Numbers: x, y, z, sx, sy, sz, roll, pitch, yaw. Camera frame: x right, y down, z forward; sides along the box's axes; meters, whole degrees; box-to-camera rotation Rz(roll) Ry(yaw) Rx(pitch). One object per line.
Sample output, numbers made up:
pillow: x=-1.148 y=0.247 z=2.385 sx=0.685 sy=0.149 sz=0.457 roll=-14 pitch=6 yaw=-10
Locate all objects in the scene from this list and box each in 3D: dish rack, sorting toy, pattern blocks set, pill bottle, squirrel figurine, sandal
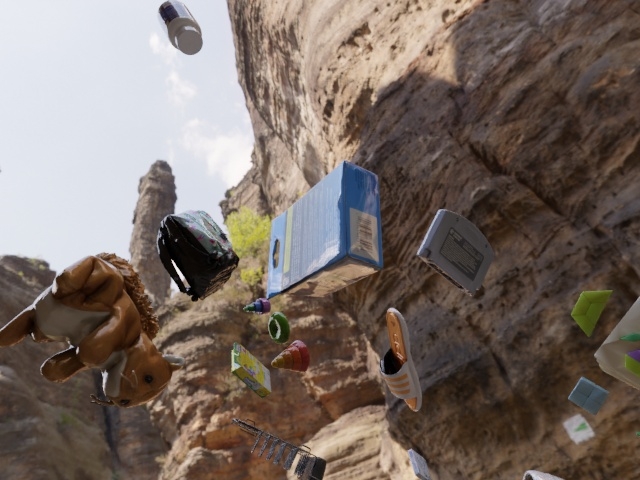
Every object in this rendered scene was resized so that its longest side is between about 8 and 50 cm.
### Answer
dish rack: x=-0.118 y=0.547 z=1.115 sx=0.272 sy=0.074 sz=0.208 roll=25 pitch=-29 yaw=3
sorting toy: x=-0.187 y=0.357 z=1.612 sx=0.126 sy=0.365 sz=0.127 roll=-4 pitch=-51 yaw=-39
pattern blocks set: x=0.551 y=0.163 z=0.668 sx=0.026 sy=0.286 sz=0.324 roll=10 pitch=-83 yaw=-52
pill bottle: x=-0.273 y=-0.416 z=0.841 sx=0.067 sy=0.120 sz=0.067 roll=-22 pitch=-34 yaw=-16
squirrel figurine: x=-0.523 y=0.230 z=1.116 sx=0.281 sy=0.397 sz=0.370 roll=-40 pitch=-77 yaw=9
sandal: x=0.179 y=0.297 z=1.055 sx=0.076 sy=0.264 sz=0.102 roll=-15 pitch=8 yaw=-15

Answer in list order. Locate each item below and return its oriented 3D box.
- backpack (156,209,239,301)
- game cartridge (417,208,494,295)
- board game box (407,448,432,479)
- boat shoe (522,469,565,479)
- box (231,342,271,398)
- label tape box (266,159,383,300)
backpack: x=-0.267 y=0.020 z=0.929 sx=0.152 sy=0.182 sz=0.115 roll=-48 pitch=-14 yaw=30
game cartridge: x=0.456 y=0.034 z=1.413 sx=0.297 sy=0.197 sz=0.062 roll=35 pitch=-17 yaw=-29
board game box: x=0.345 y=0.786 z=1.484 sx=0.020 sy=0.090 sz=0.090 roll=-37 pitch=-63 yaw=14
boat shoe: x=0.227 y=0.383 z=0.437 sx=0.096 sy=0.277 sz=0.098 roll=22 pitch=-41 yaw=9
box: x=-0.229 y=0.415 z=1.374 sx=0.043 sy=0.105 sz=0.179 roll=-33 pitch=-63 yaw=6
label tape box: x=0.000 y=0.000 z=1.031 sx=0.106 sy=0.240 sz=0.334 roll=18 pitch=-31 yaw=-29
